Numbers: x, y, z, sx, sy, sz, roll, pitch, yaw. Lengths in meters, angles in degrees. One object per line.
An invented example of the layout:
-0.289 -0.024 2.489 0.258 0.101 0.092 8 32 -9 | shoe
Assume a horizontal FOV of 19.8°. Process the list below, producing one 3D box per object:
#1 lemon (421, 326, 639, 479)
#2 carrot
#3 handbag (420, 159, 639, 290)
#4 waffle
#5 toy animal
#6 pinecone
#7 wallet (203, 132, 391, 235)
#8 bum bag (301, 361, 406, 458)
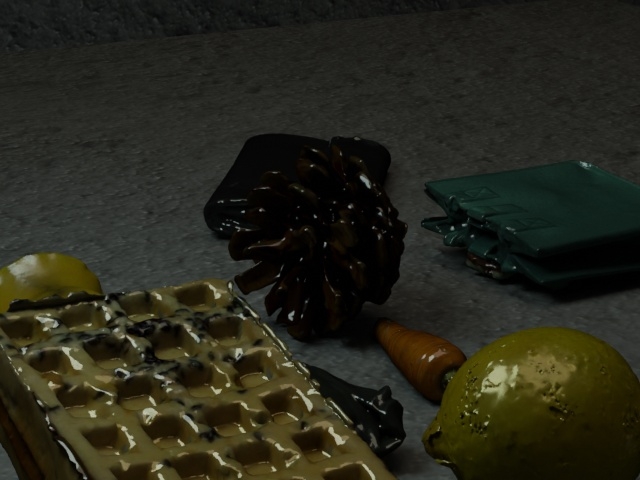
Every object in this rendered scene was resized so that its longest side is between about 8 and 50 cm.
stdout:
0.191 0.161 1.595 0.206 0.173 0.173 -13 18 -4 | lemon
0.095 0.113 1.959 0.061 0.061 0.256 -5 15 -17 | carrot
0.301 -0.011 2.323 0.274 0.100 0.268 -11 23 -30 | handbag
-0.111 0.170 1.514 0.261 0.114 0.376 -10 33 -25 | waffle
-0.273 0.087 1.898 0.156 0.156 0.230 -8 15 -26 | toy animal
-0.002 0.001 2.065 0.201 0.202 0.229 -41 -6 -19 | pinecone
-0.024 -0.082 2.602 0.228 0.062 0.406 2 16 5 | wallet
-0.079 0.179 1.698 0.326 0.080 0.142 -7 29 -24 | bum bag
